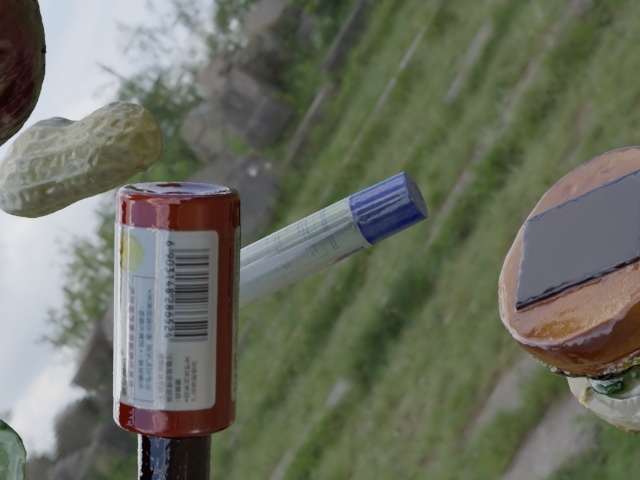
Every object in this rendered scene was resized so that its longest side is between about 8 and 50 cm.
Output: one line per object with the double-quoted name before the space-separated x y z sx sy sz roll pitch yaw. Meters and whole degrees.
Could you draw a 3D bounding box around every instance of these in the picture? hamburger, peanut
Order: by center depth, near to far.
"hamburger" 0.343 0.061 1.588 0.291 0.225 0.291 -33 35 28
"peanut" -0.394 -0.132 2.385 0.313 0.152 0.152 -17 20 24

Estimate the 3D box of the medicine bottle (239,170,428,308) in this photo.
"medicine bottle" 0.000 0.000 1.573 0.231 0.059 0.059 -25 11 16

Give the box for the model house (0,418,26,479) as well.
"model house" -0.375 0.262 1.314 0.189 0.214 0.195 118 153 -61

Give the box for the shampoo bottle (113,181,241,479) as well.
"shampoo bottle" -0.120 0.094 1.235 0.104 0.104 0.278 -59 -29 -81

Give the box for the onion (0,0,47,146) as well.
"onion" -0.322 -0.171 1.171 0.190 0.246 0.246 -39 -11 -32
